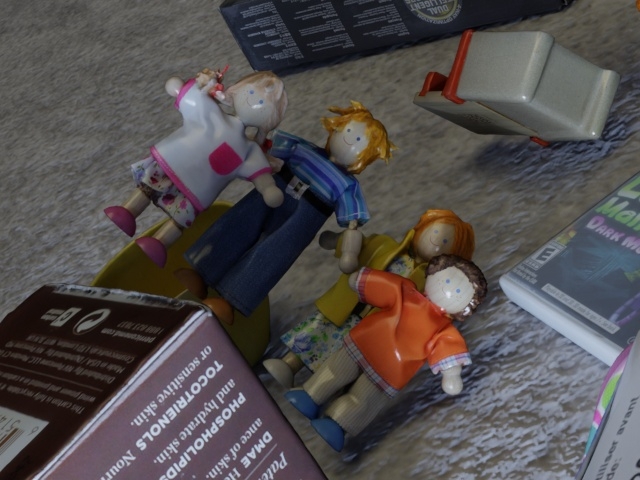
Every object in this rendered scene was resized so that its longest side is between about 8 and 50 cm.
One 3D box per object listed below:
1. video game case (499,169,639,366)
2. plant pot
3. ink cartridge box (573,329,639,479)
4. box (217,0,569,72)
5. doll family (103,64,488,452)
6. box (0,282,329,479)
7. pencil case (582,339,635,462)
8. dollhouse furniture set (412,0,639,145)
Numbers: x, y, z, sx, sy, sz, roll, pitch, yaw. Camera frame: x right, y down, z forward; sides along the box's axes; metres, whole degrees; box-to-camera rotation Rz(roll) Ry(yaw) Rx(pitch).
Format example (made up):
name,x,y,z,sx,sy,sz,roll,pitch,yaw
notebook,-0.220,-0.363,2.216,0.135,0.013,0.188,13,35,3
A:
name,x,y,z,sx,sy,sz,roll,pitch,yaw
video game case,0.216,0.006,0.785,0.173,0.022,0.190,-36,25,-8
plant pot,-0.089,0.050,0.972,0.134,0.095,0.134,-26,27,14
ink cartridge box,0.210,-0.002,0.283,0.270,0.151,0.395,-58,13,-29
box,0.129,-0.321,1.383,0.395,0.097,0.318,-6,34,42
doll family,0.000,0.000,0.864,0.163,0.263,0.118,-45,-11,0
box,-0.102,0.152,0.679,0.168,0.203,0.167,4,43,51
pencil case,0.205,0.125,0.483,0.124,0.124,0.284,-37,25,-9
dollhouse furniture set,0.167,-0.207,0.982,0.135,0.262,0.259,11,81,59
